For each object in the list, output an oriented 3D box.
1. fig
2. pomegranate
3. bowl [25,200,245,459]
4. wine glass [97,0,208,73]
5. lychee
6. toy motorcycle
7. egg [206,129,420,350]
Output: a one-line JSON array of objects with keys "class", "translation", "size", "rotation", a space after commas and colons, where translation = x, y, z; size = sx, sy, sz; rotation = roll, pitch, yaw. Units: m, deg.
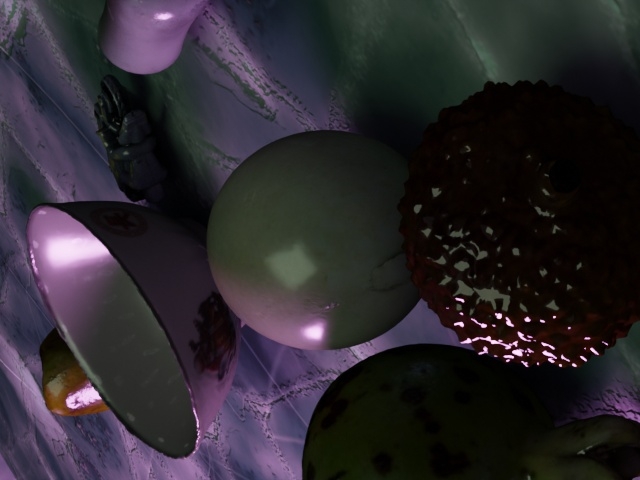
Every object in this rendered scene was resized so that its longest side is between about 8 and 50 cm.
[{"class": "fig", "translation": [-0.331, 0.177, 2.072], "size": [0.165, 0.154, 0.144], "rotation": [-25, 79, 34]}, {"class": "pomegranate", "translation": [0.115, 0.192, 1.164], "size": [0.242, 0.242, 0.306], "rotation": [62, 151, -5]}, {"class": "bowl", "translation": [-0.185, 0.073, 1.654], "size": [0.337, 0.157, 0.337], "rotation": [41, 149, 31]}, {"class": "wine glass", "translation": [-0.151, -0.242, 1.327], "size": [0.103, 0.103, 0.231], "rotation": [56, 157, 7]}, {"class": "lychee", "translation": [0.143, -0.013, 0.950], "size": [0.200, 0.200, 0.238], "rotation": [53, 167, 12]}, {"class": "toy motorcycle", "translation": [-0.215, -0.101, 1.632], "size": [0.124, 0.061, 0.193], "rotation": [55, 160, 23]}, {"class": "egg", "translation": [0.000, 0.000, 1.214], "size": [0.253, 0.186, 0.187], "rotation": [-1, 116, 63]}]
